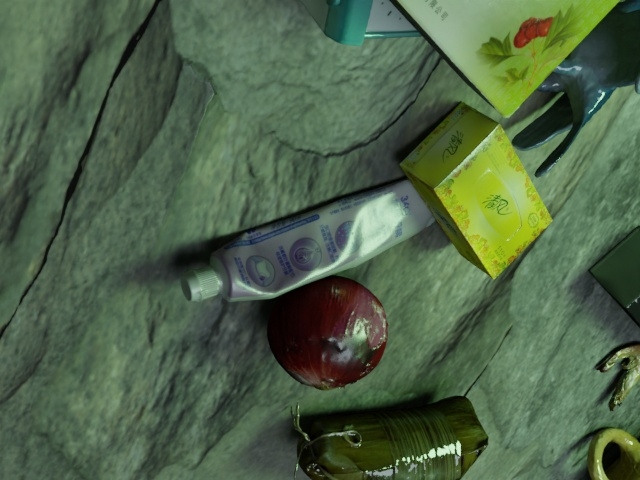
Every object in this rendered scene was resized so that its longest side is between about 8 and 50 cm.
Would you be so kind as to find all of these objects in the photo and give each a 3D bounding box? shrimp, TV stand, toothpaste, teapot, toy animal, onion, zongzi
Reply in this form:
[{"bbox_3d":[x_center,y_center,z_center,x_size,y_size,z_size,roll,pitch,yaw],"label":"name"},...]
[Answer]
[{"bbox_3d":[0.413,0.190,1.512,0.083,0.023,0.114,8,116,-31],"label":"shrimp"},{"bbox_3d":[0.455,0.092,1.414,0.088,0.083,0.269,-44,136,8],"label":"TV stand"},{"bbox_3d":[0.000,0.000,1.098,0.301,0.048,0.075,-19,106,-24],"label":"toothpaste"},{"bbox_3d":[0.520,0.366,1.635,0.311,0.167,0.203,32,153,-19],"label":"teapot"},{"bbox_3d":[0.271,-0.170,1.038,0.176,0.239,0.256,13,78,-7],"label":"toy animal"},{"bbox_3d":[0.008,0.095,1.134,0.131,0.131,0.131,-16,132,-18],"label":"onion"},{"bbox_3d":[0.061,0.302,1.350,0.247,0.111,0.241,-1,133,-23],"label":"zongzi"}]

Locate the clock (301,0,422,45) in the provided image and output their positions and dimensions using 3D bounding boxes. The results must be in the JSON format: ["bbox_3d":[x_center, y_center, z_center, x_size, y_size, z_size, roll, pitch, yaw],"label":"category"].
[{"bbox_3d":[0.106,-0.301,0.871,0.231,0.116,0.262,-10,132,-29],"label":"clock"}]

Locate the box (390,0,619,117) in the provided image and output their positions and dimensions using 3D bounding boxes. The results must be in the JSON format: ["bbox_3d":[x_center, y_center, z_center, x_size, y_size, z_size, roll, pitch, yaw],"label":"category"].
[{"bbox_3d":[0.132,-0.227,0.822,0.175,0.062,0.260,-47,138,7],"label":"box"}]

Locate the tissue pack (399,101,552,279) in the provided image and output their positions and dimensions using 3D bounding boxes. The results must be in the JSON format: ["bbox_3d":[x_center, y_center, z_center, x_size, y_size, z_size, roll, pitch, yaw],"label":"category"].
[{"bbox_3d":[0.166,-0.049,1.132,0.095,0.062,0.176,-44,136,-5],"label":"tissue pack"}]
